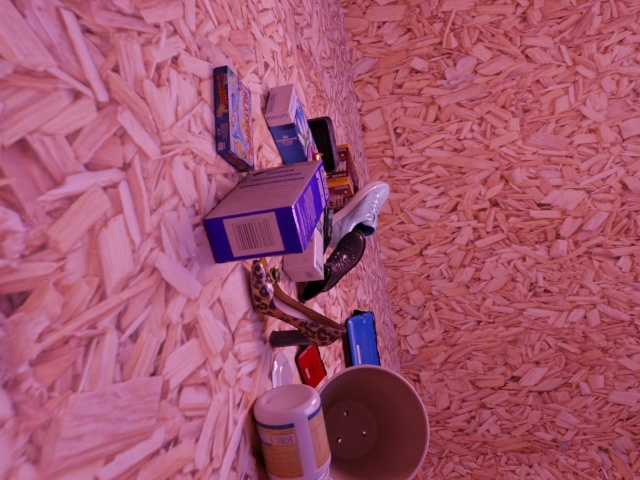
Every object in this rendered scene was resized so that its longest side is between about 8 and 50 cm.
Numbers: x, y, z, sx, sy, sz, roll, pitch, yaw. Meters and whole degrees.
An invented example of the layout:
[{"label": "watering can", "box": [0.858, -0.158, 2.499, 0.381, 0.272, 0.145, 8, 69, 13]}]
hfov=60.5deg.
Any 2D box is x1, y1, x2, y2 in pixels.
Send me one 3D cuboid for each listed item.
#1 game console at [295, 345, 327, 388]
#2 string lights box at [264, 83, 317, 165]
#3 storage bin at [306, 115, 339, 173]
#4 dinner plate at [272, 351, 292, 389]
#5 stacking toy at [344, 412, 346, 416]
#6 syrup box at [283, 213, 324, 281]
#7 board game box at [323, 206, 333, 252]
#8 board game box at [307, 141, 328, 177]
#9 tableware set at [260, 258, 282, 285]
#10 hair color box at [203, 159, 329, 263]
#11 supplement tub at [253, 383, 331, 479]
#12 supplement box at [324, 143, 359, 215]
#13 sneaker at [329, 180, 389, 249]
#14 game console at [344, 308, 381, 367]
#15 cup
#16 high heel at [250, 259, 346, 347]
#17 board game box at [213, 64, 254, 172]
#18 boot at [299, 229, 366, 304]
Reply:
[{"label": "game console", "box": [-0.040, 0.339, 1.577, 0.124, 0.085, 0.143, -42, 129, -36]}, {"label": "string lights box", "box": [-0.083, -0.315, 1.630, 0.259, 0.077, 0.133, 68, 21, -47]}, {"label": "storage bin", "box": [-0.014, -0.312, 1.821, 0.084, 0.122, 0.180, -56, 137, -70]}, {"label": "dinner plate", "box": [-0.090, 0.346, 1.361, 0.141, 0.017, 0.141, -6, 90, -76]}, {"label": "stacking toy", "box": [0.095, 0.596, 1.811, 0.221, 0.052, 0.166, -70, 150, -64]}, {"label": "syrup box", "box": [-0.047, -0.008, 1.569, 0.093, 0.097, 0.236, 60, 27, -59]}, {"label": "board game box", "box": [0.000, 0.000, 1.713, 0.186, 0.026, 0.126, 116, -17, -49]}, {"label": "board game box", "box": [0.000, -0.223, 1.688, 0.168, 0.033, 0.133, 69, 21, -46]}, {"label": "tableware set", "box": [-0.122, 0.065, 1.367, 0.104, 0.024, 0.154, -57, 138, -69]}, {"label": "hair color box", "box": [-0.100, -0.073, 1.192, 0.338, 0.185, 0.110, -68, 148, -63]}, {"label": "supplement tub", "box": [-0.057, 0.426, 1.174, 0.144, 0.145, 0.199, -47, 128, -73]}, {"label": "supplement box", "box": [0.065, -0.225, 2.084, 0.191, 0.129, 0.194, 66, 21, -50]}, {"label": "sneaker", "box": [0.162, -0.076, 1.985, 0.366, 0.150, 0.135, -44, 144, -26]}, {"label": "game console", "box": [0.142, 0.438, 2.214, 0.250, 0.174, 0.292, -6, 88, -49]}, {"label": "cup", "box": [0.106, 0.531, 1.548, 0.237, 0.332, 0.330, 122, -33, -68]}, {"label": "high heel", "box": [-0.051, 0.141, 1.267, 0.093, 0.187, 0.261, -77, 156, -56]}, {"label": "board game box", "box": [-0.193, -0.269, 1.235, 0.136, 0.035, 0.201, 37, 47, -71]}, {"label": "boot", "box": [0.043, 0.082, 1.674, 0.262, 0.091, 0.229, -55, 172, 6]}]
